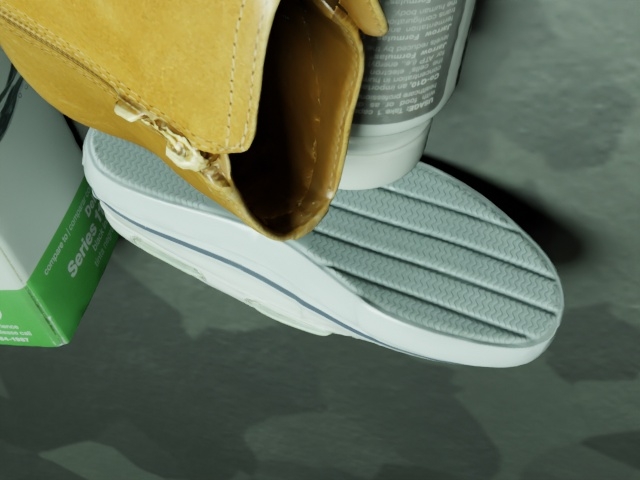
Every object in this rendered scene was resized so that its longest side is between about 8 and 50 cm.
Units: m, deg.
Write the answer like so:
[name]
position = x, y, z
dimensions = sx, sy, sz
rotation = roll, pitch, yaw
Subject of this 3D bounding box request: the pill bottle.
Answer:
[pill bottle]
position = 0.017, -0.087, 0.415
dimensions = 0.078, 0.078, 0.137
rotation = 15, 139, 5

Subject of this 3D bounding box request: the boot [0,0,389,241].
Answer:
[boot]
position = -0.077, -0.133, 0.325
dimensions = 0.211, 0.104, 0.295
rotation = 35, 159, 28

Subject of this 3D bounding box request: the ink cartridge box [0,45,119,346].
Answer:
[ink cartridge box]
position = -0.206, -0.049, 0.537
dimensions = 0.153, 0.087, 0.208
rotation = 2, 138, 20

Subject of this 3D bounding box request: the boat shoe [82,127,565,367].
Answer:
[boat shoe]
position = 0.000, 0.000, 0.533
dimensions = 0.226, 0.083, 0.076
rotation = 26, 153, 10
